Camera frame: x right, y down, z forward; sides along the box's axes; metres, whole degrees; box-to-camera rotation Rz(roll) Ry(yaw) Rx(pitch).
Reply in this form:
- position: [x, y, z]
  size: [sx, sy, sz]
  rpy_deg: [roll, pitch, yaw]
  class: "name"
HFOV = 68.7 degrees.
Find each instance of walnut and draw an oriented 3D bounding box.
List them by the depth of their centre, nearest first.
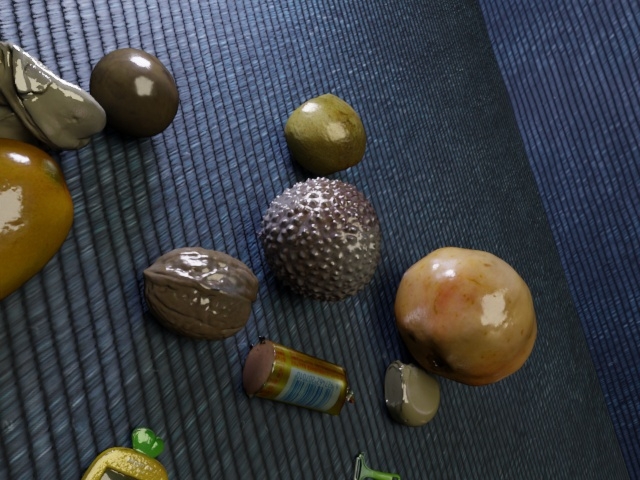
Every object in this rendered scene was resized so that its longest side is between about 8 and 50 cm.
- position: [-0.233, 0.102, 0.906]
  size: [0.230, 0.178, 0.178]
  rpy_deg: [26, 58, -29]
  class: "walnut"

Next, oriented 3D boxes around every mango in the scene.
- position: [-0.505, -0.013, 0.670]
  size: [0.211, 0.173, 0.317]
  rpy_deg: [49, 53, -20]
  class: "mango"

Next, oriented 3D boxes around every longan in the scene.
- position: [-0.363, -0.291, 0.924]
  size: [0.167, 0.167, 0.187]
  rpy_deg: [40, 37, -28]
  class: "longan"

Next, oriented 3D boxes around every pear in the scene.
- position: [0.020, -0.277, 1.275]
  size: [0.211, 0.188, 0.228]
  rpy_deg: [50, 45, -3]
  class: "pear"

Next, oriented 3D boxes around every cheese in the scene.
- position: [0.263, 0.434, 1.325]
  size: [0.203, 0.091, 0.175]
  rpy_deg: [19, 62, -41]
  class: "cheese"

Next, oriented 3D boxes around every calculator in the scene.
- position: [-0.334, 0.431, 0.769]
  size: [0.146, 0.032, 0.234]
  rpy_deg: [41, 51, -27]
  class: "calculator"

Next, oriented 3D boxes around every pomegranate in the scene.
- position: [0.407, 0.198, 1.346]
  size: [0.412, 0.412, 0.411]
  rpy_deg: [18, 63, -40]
  class: "pomegranate"

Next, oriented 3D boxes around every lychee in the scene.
- position: [0.005, 0.001, 1.091]
  size: [0.300, 0.300, 0.300]
  rpy_deg: [18, 63, -40]
  class: "lychee"

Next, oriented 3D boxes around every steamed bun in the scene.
- position: [-0.481, -0.213, 0.758]
  size: [0.218, 0.211, 0.144]
  rpy_deg: [36, 77, -33]
  class: "steamed bun"

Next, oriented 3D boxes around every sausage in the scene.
- position: [-0.029, 0.317, 1.061]
  size: [0.317, 0.117, 0.125]
  rpy_deg: [30, 32, -37]
  class: "sausage"

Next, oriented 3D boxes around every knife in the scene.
- position: [0.144, 0.593, 1.191]
  size: [0.166, 0.023, 0.078]
  rpy_deg: [32, 61, -31]
  class: "knife"
